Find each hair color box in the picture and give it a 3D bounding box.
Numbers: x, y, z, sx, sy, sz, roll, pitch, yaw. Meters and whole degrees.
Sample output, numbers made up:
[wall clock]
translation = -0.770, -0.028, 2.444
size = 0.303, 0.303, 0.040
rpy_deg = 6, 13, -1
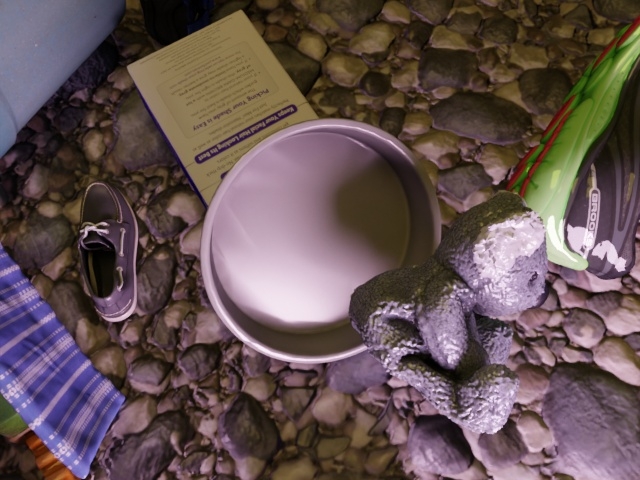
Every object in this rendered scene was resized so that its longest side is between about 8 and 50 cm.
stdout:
[hair color box]
translation = -0.098, -0.129, 1.006
size = 0.185, 0.110, 0.339
rpy_deg = -29, 66, -9

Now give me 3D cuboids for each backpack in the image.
[backpack]
translation = -0.204, -0.345, 1.100
size = 0.098, 0.120, 0.101
rpy_deg = 32, 52, 20

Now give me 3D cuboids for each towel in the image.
[towel]
translation = -0.330, 0.078, 0.798
size = 0.040, 0.243, 0.336
rpy_deg = -36, 97, -3

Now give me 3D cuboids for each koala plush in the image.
[koala plush]
translation = 0.161, 0.047, 0.807
size = 0.203, 0.196, 0.221
rpy_deg = 33, 107, 4

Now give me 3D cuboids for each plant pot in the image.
[plant pot]
translation = -0.466, -0.300, 1.006
size = 0.341, 0.341, 0.334
rpy_deg = 32, 65, 17

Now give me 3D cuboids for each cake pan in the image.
[cake pan]
translation = 0.000, 0.000, 0.880
size = 0.293, 0.293, 0.054
rpy_deg = -31, 24, -9

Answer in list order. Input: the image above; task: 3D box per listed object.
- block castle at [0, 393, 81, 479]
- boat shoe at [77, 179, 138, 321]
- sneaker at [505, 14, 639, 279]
[block castle]
translation = -0.464, 0.214, 0.830
size = 0.303, 0.213, 0.453
rpy_deg = -31, 68, -8
[boat shoe]
translation = -0.283, 0.001, 0.986
size = 0.075, 0.065, 0.206
rpy_deg = -13, 66, -1
[sneaker]
translation = 0.422, -0.149, 0.958
size = 0.202, 0.185, 0.483
rpy_deg = 39, 77, 0
